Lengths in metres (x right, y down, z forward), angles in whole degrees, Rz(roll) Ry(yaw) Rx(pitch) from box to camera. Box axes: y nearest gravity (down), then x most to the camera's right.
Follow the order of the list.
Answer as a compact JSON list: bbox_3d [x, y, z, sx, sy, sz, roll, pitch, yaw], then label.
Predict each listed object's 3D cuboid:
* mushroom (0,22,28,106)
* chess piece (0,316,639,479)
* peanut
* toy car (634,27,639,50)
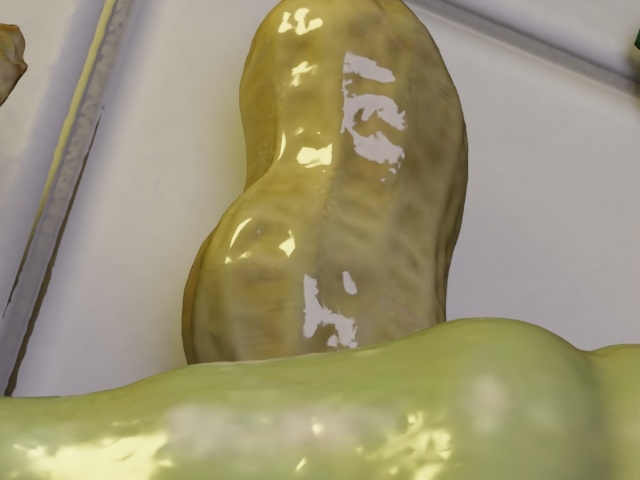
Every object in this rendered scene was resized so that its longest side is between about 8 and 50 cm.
[{"bbox_3d":[-0.238,-0.149,0.632,0.233,0.208,0.302,-6,87,-44],"label":"mushroom"},{"bbox_3d":[-0.094,0.118,0.551,0.442,0.234,0.234,10,64,-2],"label":"chess piece"},{"bbox_3d":[0.000,0.000,0.733,0.125,0.111,0.275,27,55,-36],"label":"peanut"},{"bbox_3d":[0.261,-0.103,0.914,0.186,0.058,0.093,-6,69,-24],"label":"toy car"}]
